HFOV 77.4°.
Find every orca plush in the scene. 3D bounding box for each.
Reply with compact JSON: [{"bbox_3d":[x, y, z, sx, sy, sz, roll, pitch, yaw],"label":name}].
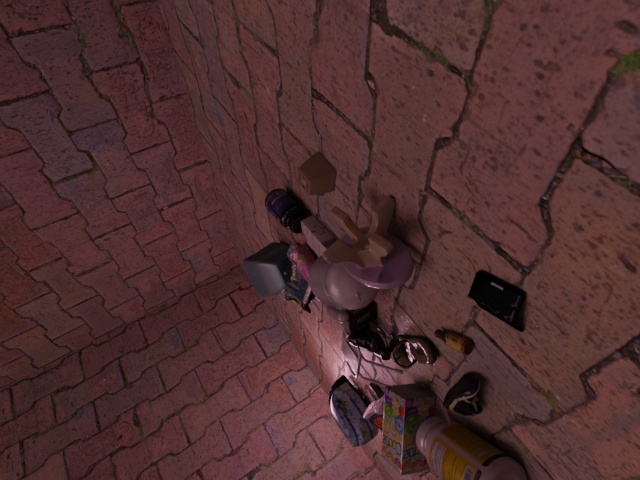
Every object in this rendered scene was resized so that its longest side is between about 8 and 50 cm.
[{"bbox_3d":[0.006,0.184,1.751,0.102,0.287,0.151,18,179,-5],"label":"orca plush"}]

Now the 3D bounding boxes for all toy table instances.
[{"bbox_3d":[0.128,0.008,1.134,0.274,0.252,0.161,23,155,43],"label":"toy table"}]

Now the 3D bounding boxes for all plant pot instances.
[{"bbox_3d":[-0.019,-0.218,1.369,0.109,0.096,0.109,52,159,25],"label":"plant pot"},{"bbox_3d":[-0.230,0.161,2.223,0.252,0.247,0.247,-6,112,50],"label":"plant pot"}]

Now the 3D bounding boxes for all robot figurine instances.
[{"bbox_3d":[0.083,0.143,1.451,0.353,0.200,0.299,174,102,-69],"label":"robot figurine"}]

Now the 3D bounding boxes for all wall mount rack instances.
[{"bbox_3d":[0.214,0.536,1.794,0.304,0.131,0.350,53,159,33],"label":"wall mount rack"}]

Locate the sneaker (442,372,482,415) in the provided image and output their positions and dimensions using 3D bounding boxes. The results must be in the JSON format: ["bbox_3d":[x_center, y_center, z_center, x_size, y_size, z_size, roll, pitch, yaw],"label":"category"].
[{"bbox_3d":[0.454,0.476,1.211,0.097,0.084,0.234,29,151,15],"label":"sneaker"}]

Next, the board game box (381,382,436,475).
[{"bbox_3d":[0.333,0.710,1.521,0.144,0.142,0.275,-178,91,-67],"label":"board game box"}]

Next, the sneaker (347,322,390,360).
[{"bbox_3d":[0.181,0.402,1.582,0.283,0.124,0.107,-136,31,-72],"label":"sneaker"}]

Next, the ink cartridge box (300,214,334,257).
[{"bbox_3d":[0.000,0.000,1.665,0.198,0.067,0.115,49,157,35],"label":"ink cartridge box"}]

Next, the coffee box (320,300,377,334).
[{"bbox_3d":[0.103,0.247,1.640,0.246,0.141,0.098,43,153,40],"label":"coffee box"}]

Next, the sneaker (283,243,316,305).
[{"bbox_3d":[-0.126,0.184,2.018,0.319,0.208,0.127,57,161,14],"label":"sneaker"}]

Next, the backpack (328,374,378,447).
[{"bbox_3d":[0.195,1.040,2.386,0.356,0.273,0.290,29,138,36],"label":"backpack"}]

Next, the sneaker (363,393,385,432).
[{"bbox_3d":[0.346,0.836,1.906,0.180,0.124,0.321,38,145,7],"label":"sneaker"}]

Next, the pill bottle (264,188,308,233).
[{"bbox_3d":[-0.144,-0.128,1.764,0.219,0.123,0.122,46,155,37],"label":"pill bottle"}]

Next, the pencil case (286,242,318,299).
[{"bbox_3d":[-0.042,0.147,1.893,0.284,0.124,0.124,54,159,17],"label":"pencil case"}]

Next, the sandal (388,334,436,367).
[{"bbox_3d":[0.304,0.402,1.425,0.120,0.086,0.303,58,161,10],"label":"sandal"}]

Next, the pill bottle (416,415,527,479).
[{"bbox_3d":[0.469,0.717,1.298,0.334,0.188,0.187,11,127,66],"label":"pill bottle"}]

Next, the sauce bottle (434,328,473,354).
[{"bbox_3d":[0.380,0.287,1.150,0.128,0.042,0.042,14,130,62],"label":"sauce bottle"}]

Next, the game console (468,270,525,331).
[{"bbox_3d":[0.411,0.138,0.915,0.122,0.071,0.107,35,118,51],"label":"game console"}]

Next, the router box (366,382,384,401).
[{"bbox_3d":[0.294,0.793,2.059,0.122,0.038,0.092,51,157,26],"label":"router box"}]
